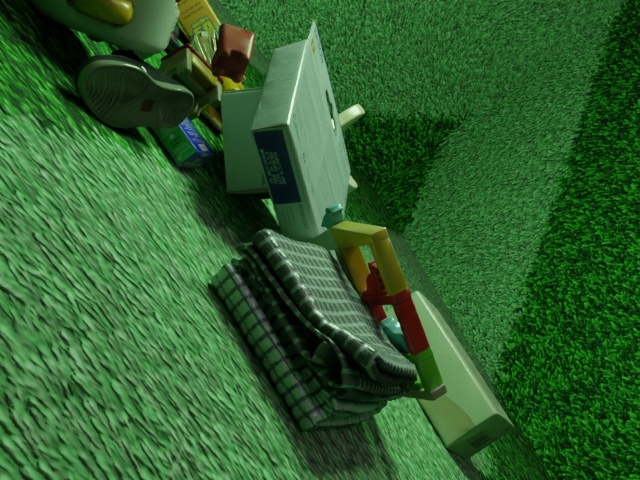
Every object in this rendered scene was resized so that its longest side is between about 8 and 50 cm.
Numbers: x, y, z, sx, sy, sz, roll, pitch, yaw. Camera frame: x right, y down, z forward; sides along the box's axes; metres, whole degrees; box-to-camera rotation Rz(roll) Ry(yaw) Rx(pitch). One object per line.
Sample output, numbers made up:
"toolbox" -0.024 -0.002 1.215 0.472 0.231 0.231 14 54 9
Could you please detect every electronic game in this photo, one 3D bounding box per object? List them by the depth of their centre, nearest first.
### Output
"electronic game" -0.332 -0.464 1.866 0.229 0.048 0.229 52 8 -11

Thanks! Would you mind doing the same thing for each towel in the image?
"towel" 0.003 0.111 1.135 0.235 0.121 0.283 55 9 19

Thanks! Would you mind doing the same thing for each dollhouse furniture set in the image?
"dollhouse furniture set" -0.243 -0.394 1.425 0.374 0.201 0.152 45 34 -41

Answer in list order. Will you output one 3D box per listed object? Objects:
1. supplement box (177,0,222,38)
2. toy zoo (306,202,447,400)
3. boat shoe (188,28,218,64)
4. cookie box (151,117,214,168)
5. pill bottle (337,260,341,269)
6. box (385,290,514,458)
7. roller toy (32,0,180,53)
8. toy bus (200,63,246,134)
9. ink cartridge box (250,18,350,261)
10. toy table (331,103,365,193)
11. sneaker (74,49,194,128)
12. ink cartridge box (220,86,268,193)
"supplement box" -0.261 -0.474 1.903 0.233 0.078 0.080 57 2 -16
"toy zoo" 0.066 0.087 1.278 0.192 0.030 0.293 -8 -74 60
"boat shoe" -0.209 -0.348 1.853 0.068 0.072 0.190 -75 144 -74
"cookie box" -0.214 -0.161 1.317 0.107 0.040 0.092 54 8 4
"pill bottle" 0.000 0.000 1.668 0.152 0.086 0.086 45 12 -44
"box" 0.246 0.270 1.791 0.148 0.121 0.311 41 15 -54
"roller toy" -0.278 -0.335 1.181 0.209 0.146 0.191 32 17 33
"toy bus" -0.197 -0.296 1.731 0.202 0.104 0.191 54 8 1
"ink cartridge box" -0.023 -0.141 1.453 0.330 0.071 0.324 -82 161 -50
"toy table" -0.032 -0.204 1.871 0.274 0.252 0.161 65 25 1
"sneaker" -0.270 -0.208 1.154 0.118 0.083 0.222 36 10 19
"ink cartridge box" -0.092 -0.164 1.550 0.237 0.100 0.172 -1 87 -80
